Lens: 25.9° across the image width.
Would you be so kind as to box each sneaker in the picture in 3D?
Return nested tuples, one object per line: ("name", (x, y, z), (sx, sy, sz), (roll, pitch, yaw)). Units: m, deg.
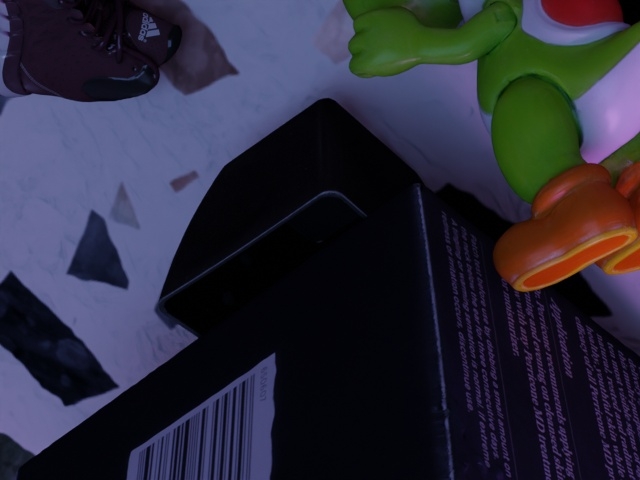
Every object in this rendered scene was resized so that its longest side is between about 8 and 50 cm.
("sneaker", (-0.191, -0.210, 1.150), (0.163, 0.106, 0.281), (13, 150, -3))

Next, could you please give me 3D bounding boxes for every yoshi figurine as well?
("yoshi figurine", (0.126, -0.134, 1.042), (0.203, 0.203, 0.362), (-21, 74, 0))

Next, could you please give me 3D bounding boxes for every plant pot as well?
("plant pot", (0.000, 0.000, 1.145), (0.188, 0.167, 0.187), (-33, 126, 27))

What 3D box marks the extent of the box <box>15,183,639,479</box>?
("box", (0.067, 0.287, 1.103), (0.480, 0.297, 0.472), (-36, 123, 28))
